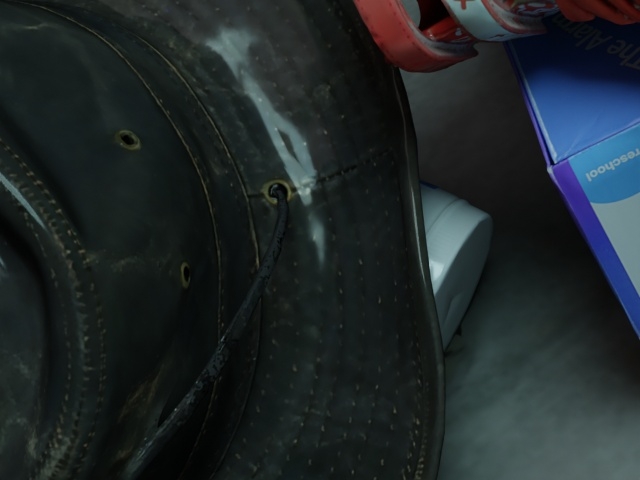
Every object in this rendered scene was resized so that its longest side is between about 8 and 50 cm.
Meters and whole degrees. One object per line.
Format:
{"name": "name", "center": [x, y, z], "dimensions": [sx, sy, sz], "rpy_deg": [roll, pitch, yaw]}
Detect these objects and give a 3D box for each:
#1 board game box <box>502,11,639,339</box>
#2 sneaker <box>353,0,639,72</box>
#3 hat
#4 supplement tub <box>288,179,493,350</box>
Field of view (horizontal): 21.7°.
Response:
{"name": "board game box", "center": [0.167, -0.142, 0.608], "dimensions": [0.233, 0.078, 0.347], "rpy_deg": [-25, 34, 12]}
{"name": "sneaker", "center": [0.081, -0.081, 0.451], "dimensions": [0.145, 0.090, 0.270], "rpy_deg": [-31, 30, 6]}
{"name": "hat", "center": [-0.123, 0.009, 0.528], "dimensions": [0.331, 0.134, 0.331], "rpy_deg": [-3, 80, 20]}
{"name": "supplement tub", "center": [0.000, 0.000, 0.598], "dimensions": [0.107, 0.071, 0.071], "rpy_deg": [24, 62, 15]}
